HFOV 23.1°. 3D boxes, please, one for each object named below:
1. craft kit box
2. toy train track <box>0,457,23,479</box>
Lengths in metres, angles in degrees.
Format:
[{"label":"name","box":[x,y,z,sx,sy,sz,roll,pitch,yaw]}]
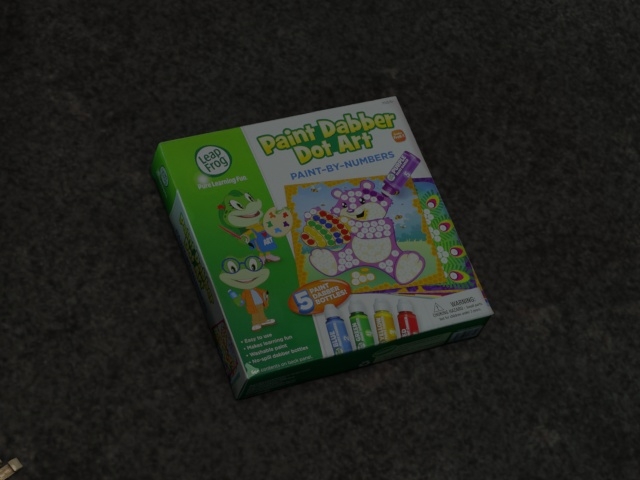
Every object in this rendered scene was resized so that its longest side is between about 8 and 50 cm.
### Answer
[{"label":"craft kit box","box":[0.000,0.000,1.446,0.250,0.061,0.246,-14,64,-22]},{"label":"toy train track","box":[-0.280,0.204,1.279,0.083,0.014,0.048,-34,75,-28]}]
